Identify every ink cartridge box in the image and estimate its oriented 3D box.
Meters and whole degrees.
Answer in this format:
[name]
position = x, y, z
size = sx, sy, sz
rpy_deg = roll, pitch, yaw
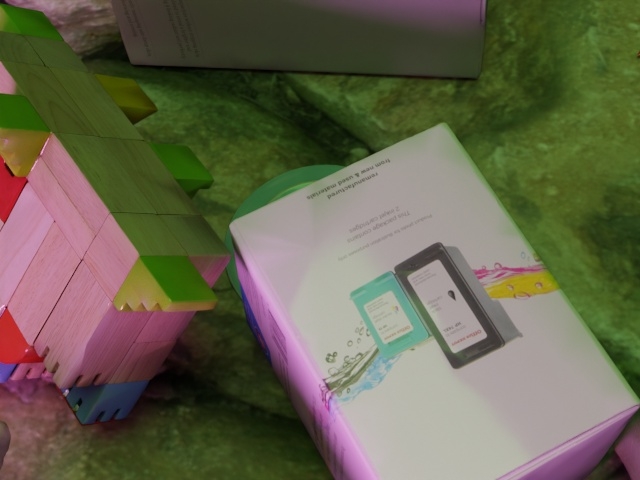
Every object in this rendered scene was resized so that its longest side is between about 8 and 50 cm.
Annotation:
[ink cartridge box]
position = 0.079, 0.094, 0.913
size = 0.197, 0.198, 0.270
rpy_deg = -26, 66, -12

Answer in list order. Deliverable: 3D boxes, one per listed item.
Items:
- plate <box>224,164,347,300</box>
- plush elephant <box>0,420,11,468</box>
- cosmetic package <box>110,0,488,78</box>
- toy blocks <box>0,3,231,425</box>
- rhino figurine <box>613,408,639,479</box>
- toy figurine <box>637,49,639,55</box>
[plate]
position = 0.000, 0.000, 1.093
size = 0.188, 0.024, 0.188
rpy_deg = -2, 59, 3
[plush elephant]
position = -0.232, 0.290, 0.827
size = 0.330, 0.271, 0.255
rpy_deg = 23, 17, -17
[cosmetic package]
position = -0.019, -0.292, 1.164
size = 0.385, 0.217, 0.156
rpy_deg = 3, 59, 5
[toy blocks]
position = -0.245, 0.012, 0.988
size = 0.191, 0.261, 0.381
rpy_deg = 0, 42, -49
[rhino figurine]
position = 0.321, 0.218, 0.902
size = 0.106, 0.073, 0.243
rpy_deg = -21, 60, -12
[toy figurine]
position = 0.474, -0.173, 1.043
size = 0.191, 0.217, 0.362
rpy_deg = -25, 59, -10
